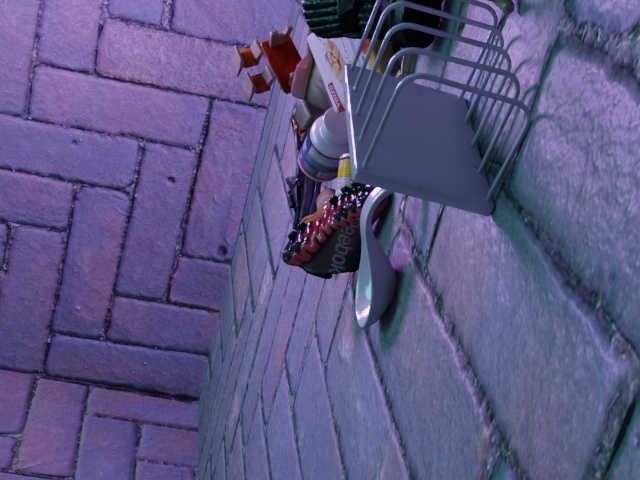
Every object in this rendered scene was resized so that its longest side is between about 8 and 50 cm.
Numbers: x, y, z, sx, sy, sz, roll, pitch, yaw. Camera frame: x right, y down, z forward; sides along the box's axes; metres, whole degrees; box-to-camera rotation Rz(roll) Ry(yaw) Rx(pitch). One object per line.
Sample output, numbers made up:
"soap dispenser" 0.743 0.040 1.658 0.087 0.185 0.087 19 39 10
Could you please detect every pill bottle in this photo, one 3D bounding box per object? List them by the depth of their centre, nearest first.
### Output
"pill bottle" 0.064 -0.110 2.074 0.065 0.065 0.116 134 145 -71
"pill bottle" 0.022 -0.214 2.276 0.180 0.108 0.108 122 157 -60

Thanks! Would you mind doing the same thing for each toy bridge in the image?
"toy bridge" 0.164 -0.379 1.930 0.063 0.026 0.188 127 152 -64

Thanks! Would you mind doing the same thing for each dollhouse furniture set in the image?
"dollhouse furniture set" -0.060 -0.390 2.555 0.259 0.262 0.135 65 161 13

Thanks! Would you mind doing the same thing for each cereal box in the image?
"cereal box" 0.064 -0.360 2.044 0.240 0.047 0.173 -19 92 65

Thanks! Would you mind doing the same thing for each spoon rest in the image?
"spoon rest" 0.095 0.017 1.745 0.137 0.084 0.276 -105 29 -67

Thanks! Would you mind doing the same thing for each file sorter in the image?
"file sorter" 0.152 -0.200 1.395 0.277 0.193 0.173 -93 21 -51

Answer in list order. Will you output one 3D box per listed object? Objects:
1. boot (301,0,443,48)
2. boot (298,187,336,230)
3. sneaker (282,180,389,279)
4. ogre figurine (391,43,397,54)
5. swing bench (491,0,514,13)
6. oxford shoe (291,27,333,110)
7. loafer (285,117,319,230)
"boot" 0.097 -0.509 1.801 0.260 0.131 0.347 23 106 43
"boot" 0.000 0.000 2.286 0.152 0.073 0.197 -96 17 -45
"sneaker" 0.052 -0.014 1.971 0.276 0.135 0.097 -39 22 37
"ogre figurine" 0.112 -0.420 2.075 0.118 0.097 0.197 -116 8 -50
"swing bench" 0.212 -0.487 1.429 0.254 0.165 0.253 -95 18 -55
"oxford shoe" 0.049 -0.434 2.294 0.140 0.147 0.397 -56 -7 -30
"loafer" -0.051 -0.170 2.632 0.109 0.095 0.302 148 132 -76
